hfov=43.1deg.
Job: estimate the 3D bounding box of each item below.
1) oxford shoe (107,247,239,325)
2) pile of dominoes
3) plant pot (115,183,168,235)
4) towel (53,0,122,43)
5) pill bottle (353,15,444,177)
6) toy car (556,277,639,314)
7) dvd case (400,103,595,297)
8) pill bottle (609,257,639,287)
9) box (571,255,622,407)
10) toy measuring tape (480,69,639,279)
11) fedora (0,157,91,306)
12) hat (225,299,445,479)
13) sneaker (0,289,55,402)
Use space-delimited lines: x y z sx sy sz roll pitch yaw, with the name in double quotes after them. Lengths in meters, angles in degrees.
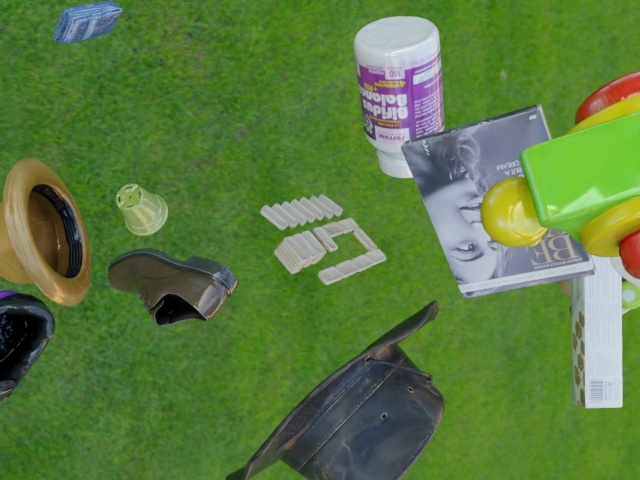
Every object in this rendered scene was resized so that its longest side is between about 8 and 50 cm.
-0.231 0.069 1.151 0.096 0.227 0.083 -61 138 -29 "oxford shoe"
0.000 0.000 1.595 0.040 0.196 0.251 -49 163 30 "pile of dominoes"
-0.323 -0.062 1.438 0.083 0.083 0.079 -58 159 -15 "plant pot"
-0.379 -0.355 1.325 0.067 0.029 0.119 -51 172 36 "towel"
0.165 -0.284 1.649 0.169 0.169 0.301 -38 135 -30 "pill bottle"
0.505 0.067 1.523 0.149 0.188 0.155 -37 164 16 "toy car"
0.208 -0.037 0.945 0.221 0.164 0.018 64 31 -24 "dvd case"
0.366 -0.039 0.812 0.180 0.108 0.108 -56 133 -15 "pill bottle"
0.452 0.110 1.331 0.067 0.063 0.324 -1 90 -4 "box"
0.251 -0.055 0.446 0.121 0.330 0.121 -18 90 -74 "toy measuring tape"
-0.341 -0.002 0.955 0.079 0.194 0.194 -16 121 6 "fedora"
0.050 0.222 0.943 0.331 0.134 0.331 -39 169 -9 "hat"
-0.377 0.146 0.783 0.293 0.146 0.102 -49 121 -36 "sneaker"
